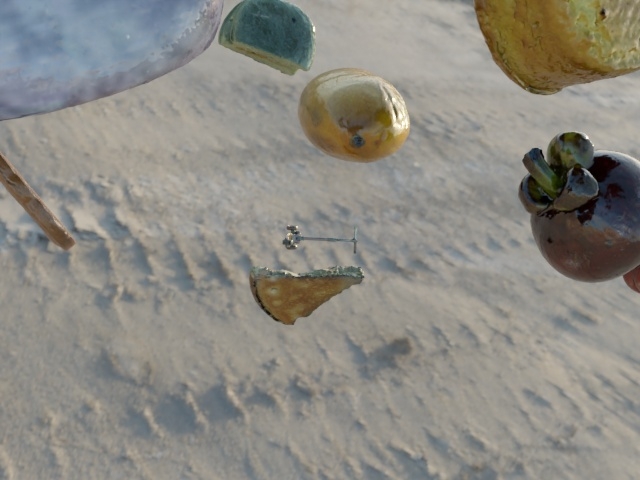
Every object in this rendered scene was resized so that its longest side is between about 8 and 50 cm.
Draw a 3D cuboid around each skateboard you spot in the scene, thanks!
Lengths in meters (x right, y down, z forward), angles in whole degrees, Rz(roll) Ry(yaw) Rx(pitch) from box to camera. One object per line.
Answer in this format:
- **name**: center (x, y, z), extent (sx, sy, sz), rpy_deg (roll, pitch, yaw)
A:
- **skateboard**: center (0.000, 0.000, 1.065), extent (0.083, 0.032, 0.064), rpy_deg (2, 6, 4)

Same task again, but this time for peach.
- **peach**: center (0.555, 0.042, 1.583), extent (0.101, 0.100, 0.100), rpy_deg (18, 28, -10)

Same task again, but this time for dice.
- **dice**: center (-0.256, -0.266, 0.810), extent (0.270, 0.270, 0.271), rpy_deg (-22, 25, -22)

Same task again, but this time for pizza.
- **pizza**: center (-0.019, 0.074, 1.605), extent (0.195, 0.185, 0.052), rpy_deg (-14, 55, 9)

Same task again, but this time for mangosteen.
- **mangosteen**: center (0.411, -0.061, 1.455), extent (0.257, 0.215, 0.215), rpy_deg (45, 21, -19)

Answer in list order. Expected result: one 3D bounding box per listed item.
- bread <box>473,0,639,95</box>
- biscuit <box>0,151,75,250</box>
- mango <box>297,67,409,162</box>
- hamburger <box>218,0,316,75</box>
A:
- **bread**: center (0.389, -0.410, 1.406), extent (0.337, 0.358, 0.204), rpy_deg (-37, 26, -30)
- **biscuit**: center (-0.285, -0.043, 0.903), extent (0.130, 0.019, 0.102), rpy_deg (54, -12, -17)
- **mango**: center (0.053, -0.226, 1.643), extent (0.187, 0.143, 0.359), rpy_deg (-5, 22, -9)
- **hamburger**: center (-0.062, -0.265, 1.172), extent (0.121, 0.084, 0.054), rpy_deg (17, -9, -11)
